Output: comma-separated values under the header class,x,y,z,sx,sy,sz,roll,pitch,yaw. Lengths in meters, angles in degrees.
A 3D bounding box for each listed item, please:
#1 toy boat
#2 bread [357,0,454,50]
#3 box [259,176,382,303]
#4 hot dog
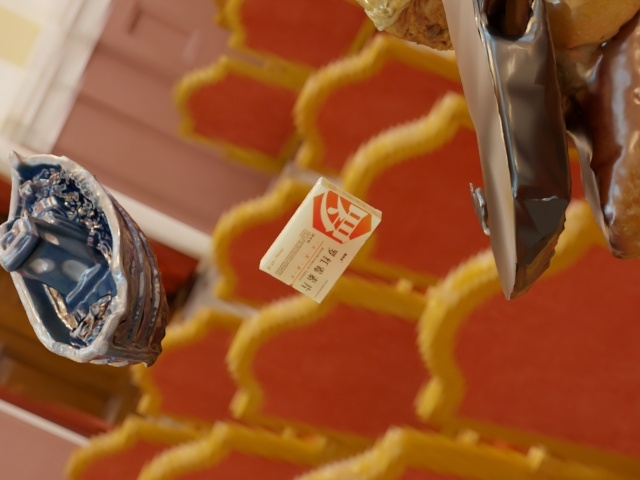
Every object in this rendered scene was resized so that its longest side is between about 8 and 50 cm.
class,x,y,z,sx,sy,sz,roll,pitch,yaw
toy boat,-0.231,0.010,1.721,0.129,0.142,0.309,-46,40,12
bread,0.078,-0.238,1.389,0.149,0.143,0.158,-42,-24,16
box,0.000,0.000,1.515,0.093,0.058,0.015,-54,12,26
hot dog,0.109,-0.113,0.831,0.194,0.107,0.326,81,-179,-61
